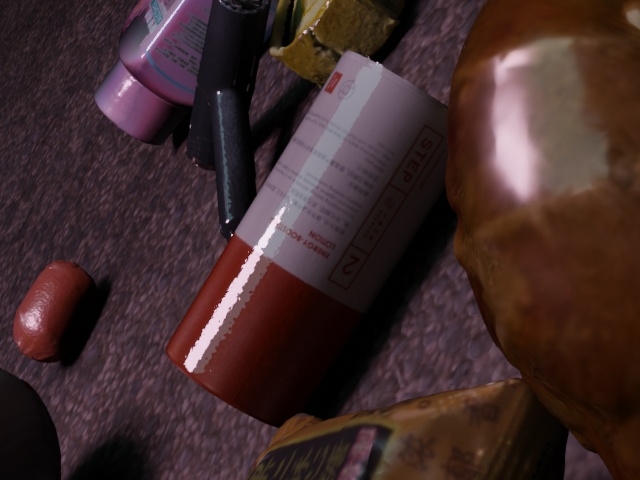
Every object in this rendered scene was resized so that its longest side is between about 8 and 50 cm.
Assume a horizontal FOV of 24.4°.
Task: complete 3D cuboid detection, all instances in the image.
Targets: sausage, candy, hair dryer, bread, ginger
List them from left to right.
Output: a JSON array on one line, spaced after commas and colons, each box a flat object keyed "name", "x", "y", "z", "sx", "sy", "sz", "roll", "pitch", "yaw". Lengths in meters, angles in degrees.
[{"name": "sausage", "x": -0.236, "y": 0.064, "z": 1.315, "sx": 0.059, "sy": 0.054, "sz": 0.094, "roll": 71, "pitch": -138, "yaw": -68}, {"name": "hair dryer", "x": -0.062, "y": -0.072, "z": 1.106, "sx": 0.173, "sy": 0.050, "sz": 0.194, "roll": 103, "pitch": 161, "yaw": -47}, {"name": "candy", "x": 0.011, "y": 0.140, "z": 0.718, "sx": 0.143, "sy": 0.101, "sz": 0.271, "roll": -62, "pitch": 18, "yaw": -21}, {"name": "bread", "x": 0.019, "y": -0.191, "z": 1.117, "sx": 0.117, "sy": 0.064, "sz": 0.156, "roll": -23, "pitch": 43, "yaw": 47}, {"name": "ginger", "x": 0.183, "y": -0.050, "z": 0.550, "sx": 0.274, "sy": 0.152, "sz": 0.357, "roll": 31, "pitch": 95, "yaw": 37}]

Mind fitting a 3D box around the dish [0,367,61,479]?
[{"name": "dish", "x": -0.230, "y": 0.231, "z": 1.023, "sx": 0.273, "sy": 0.134, "sz": 0.273, "roll": 18, "pitch": -90, "yaw": -76}]

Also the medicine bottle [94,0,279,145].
[{"name": "medicine bottle", "x": -0.120, "y": -0.181, "z": 1.332, "sx": 0.188, "sy": 0.094, "sz": 0.119, "roll": -50, "pitch": 27, "yaw": 19}]

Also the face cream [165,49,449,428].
[{"name": "face cream", "x": 0.000, "y": 0.000, "z": 0.896, "sx": 0.214, "sy": 0.096, "sz": 0.096, "roll": -58, "pitch": 24, "yaw": 3}]
